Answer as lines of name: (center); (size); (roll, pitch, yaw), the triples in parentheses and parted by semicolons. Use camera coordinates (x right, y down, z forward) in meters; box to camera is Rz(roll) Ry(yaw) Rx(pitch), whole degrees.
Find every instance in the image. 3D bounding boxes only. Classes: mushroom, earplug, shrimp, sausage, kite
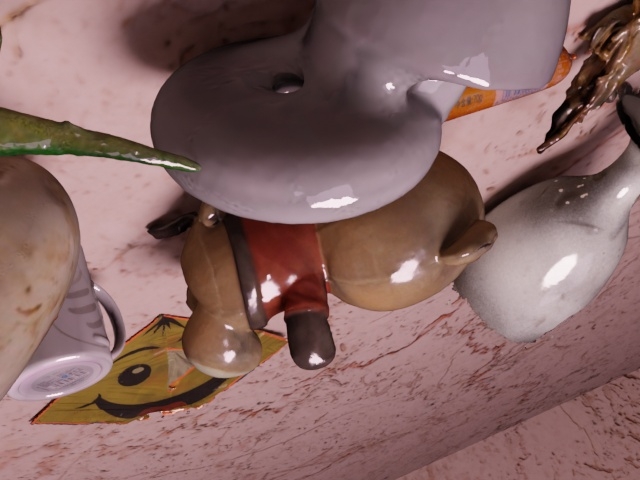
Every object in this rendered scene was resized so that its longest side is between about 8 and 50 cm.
mushroom: (-0.307, 0.024, 0.577); (0.244, 0.243, 0.243); (-20, 152, -11)
earplug: (0.029, -0.136, 0.570); (0.326, 0.214, 0.175); (-33, 134, 3)
shrimp: (0.297, -0.208, 0.808); (0.262, 0.066, 0.117); (-45, 135, 6)
sausage: (0.102, -0.137, 0.771); (0.348, 0.053, 0.053); (-19, 152, -14)
kite: (-0.217, 0.184, 1.103); (0.378, 0.013, 0.327); (-14, 150, -19)

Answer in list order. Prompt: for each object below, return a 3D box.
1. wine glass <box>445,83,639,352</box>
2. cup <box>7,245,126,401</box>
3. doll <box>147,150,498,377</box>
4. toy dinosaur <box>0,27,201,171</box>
wine glass: (0.333, -0.018, 1.039); (0.191, 0.190, 0.357); (1, 139, -42)
cup: (-0.244, 0.071, 0.752); (0.136, 0.133, 0.099); (-6, 150, -33)
doll: (0.000, 0.000, 0.789); (0.330, 0.235, 0.174); (-18, 118, 0)
toy dinosaur: (-0.322, -0.035, 0.462); (0.447, 0.087, 0.300); (23, 112, -18)
